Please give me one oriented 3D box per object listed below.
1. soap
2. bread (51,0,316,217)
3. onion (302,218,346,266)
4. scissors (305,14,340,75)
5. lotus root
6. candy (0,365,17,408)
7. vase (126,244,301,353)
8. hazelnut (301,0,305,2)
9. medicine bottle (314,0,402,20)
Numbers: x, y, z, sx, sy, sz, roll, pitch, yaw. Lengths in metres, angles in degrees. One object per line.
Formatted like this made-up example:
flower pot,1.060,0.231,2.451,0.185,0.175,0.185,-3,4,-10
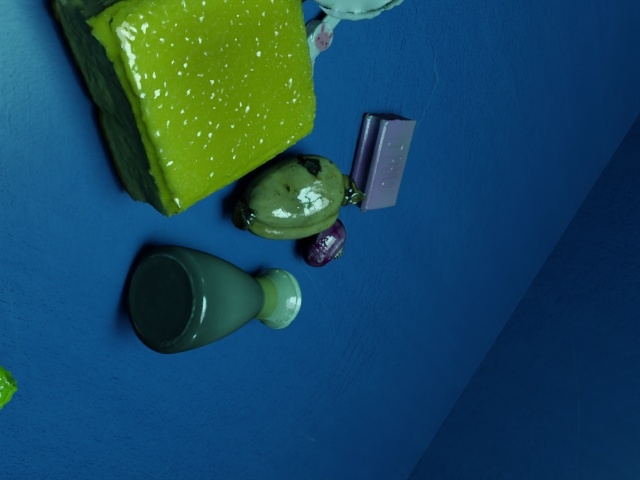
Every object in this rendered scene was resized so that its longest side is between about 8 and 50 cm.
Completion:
soap,0.130,-0.171,1.446,0.122,0.065,0.203,-13,123,-47
bread,-0.169,-0.242,0.963,0.333,0.143,0.324,-35,135,-31
onion,0.000,0.000,1.380,0.104,0.115,0.115,34,83,-10
scissors,-0.006,-0.359,1.183,0.242,0.030,0.118,-52,142,-13
lotus root,-0.046,-0.082,1.226,0.256,0.140,0.155,-16,138,-33
candy,-0.514,0.236,0.897,0.209,0.096,0.097,-43,140,-17
vase,-0.169,0.100,1.183,0.321,0.173,0.174,5,108,-59
hazelnut,-0.041,-0.417,1.072,0.086,0.086,0.087,-30,133,-37
medicine bottle,0.087,-0.498,0.942,0.214,0.213,0.379,75,29,-44
